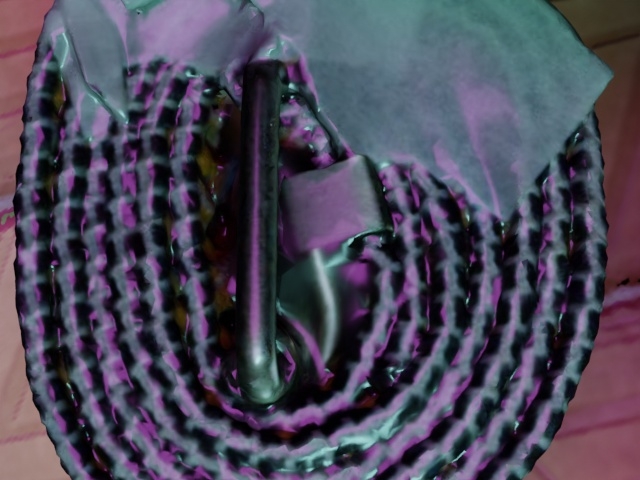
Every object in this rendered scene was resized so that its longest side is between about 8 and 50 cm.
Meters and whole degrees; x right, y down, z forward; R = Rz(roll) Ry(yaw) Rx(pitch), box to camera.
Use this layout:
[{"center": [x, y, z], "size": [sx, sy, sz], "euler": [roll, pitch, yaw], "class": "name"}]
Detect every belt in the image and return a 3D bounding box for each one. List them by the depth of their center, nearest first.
[{"center": [0.000, 0.000, 0.383], "size": [0.207, 0.150, 0.258], "euler": [0, 76, 3], "class": "belt"}]
